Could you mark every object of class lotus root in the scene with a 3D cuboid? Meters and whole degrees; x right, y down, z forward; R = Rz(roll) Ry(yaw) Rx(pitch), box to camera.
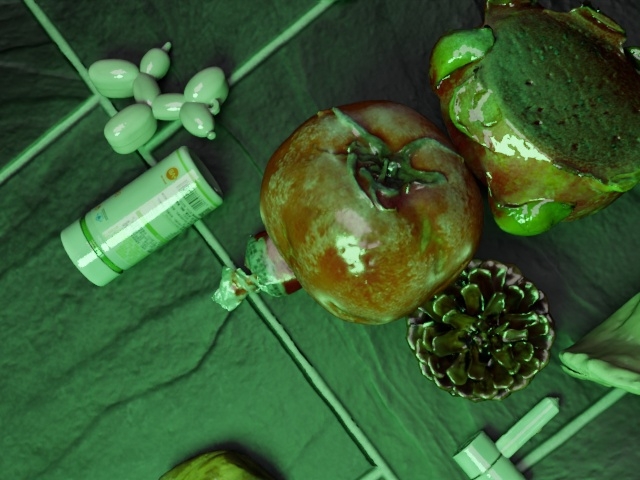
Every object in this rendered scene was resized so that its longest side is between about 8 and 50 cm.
[{"bbox_3d":[-0.112,0.313,1.025,0.135,0.095,0.159,-43,86,-1],"label":"lotus root"}]

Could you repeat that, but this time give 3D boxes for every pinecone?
[{"bbox_3d":[0.175,0.097,0.962,0.163,0.165,0.163,0,86,1],"label":"pinecone"}]

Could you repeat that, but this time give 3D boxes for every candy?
[{"bbox_3d":[0.001,0.001,1.051,0.292,0.059,0.086,-24,85,6],"label":"candy"}]

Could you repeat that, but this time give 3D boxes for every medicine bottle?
[{"bbox_3d":[-0.212,-0.030,1.071,0.183,0.086,0.086,-34,81,3],"label":"medicine bottle"}]

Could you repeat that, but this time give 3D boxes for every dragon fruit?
[{"bbox_3d":[0.253,-0.138,0.963,0.295,0.130,0.268,34,58,3],"label":"dragon fruit"}]

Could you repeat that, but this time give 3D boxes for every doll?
[{"bbox_3d":[-0.190,-0.173,1.086,0.160,0.059,0.161,-21,63,-3],"label":"doll"}]

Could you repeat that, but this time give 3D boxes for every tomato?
[{"bbox_3d":[0.052,-0.029,0.919,0.232,0.188,0.232,8,58,-14],"label":"tomato"}]

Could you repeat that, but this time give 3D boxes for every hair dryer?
[{"bbox_3d":[0.226,0.229,1.007,0.137,0.047,0.082,-42,81,-5],"label":"hair dryer"}]

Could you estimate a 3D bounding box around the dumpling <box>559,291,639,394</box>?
[{"bbox_3d":[0.430,0.109,0.848,0.395,0.315,0.233,2,92,16],"label":"dumpling"}]
